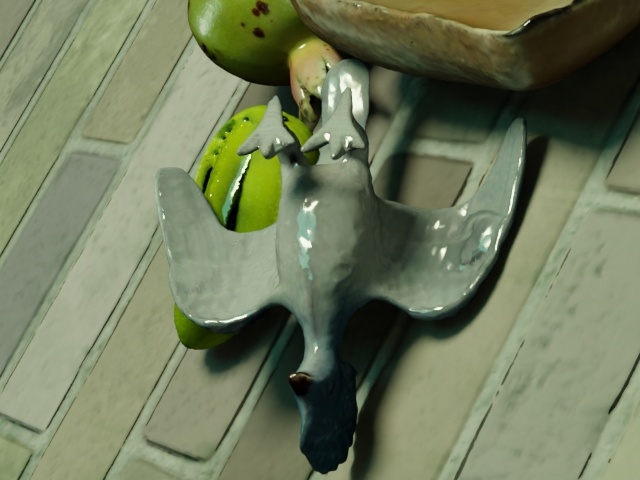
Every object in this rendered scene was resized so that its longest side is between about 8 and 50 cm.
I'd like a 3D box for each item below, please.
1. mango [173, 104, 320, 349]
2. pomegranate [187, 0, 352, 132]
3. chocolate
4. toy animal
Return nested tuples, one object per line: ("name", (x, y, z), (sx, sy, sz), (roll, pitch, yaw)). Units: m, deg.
("mango", (-0.049, -0.005, 1.272), (0.091, 0.074, 0.165), (17, 88, 68))
("pomegranate", (-0.011, -0.149, 1.325), (0.129, 0.129, 0.159), (-45, 78, 13))
("chocolate", (0.098, -0.142, 1.190), (0.161, 0.083, 0.261), (-33, 30, -23))
("toy animal", (0.000, 0.000, 1.157), (0.239, 0.176, 0.255), (-1, 35, 17))
